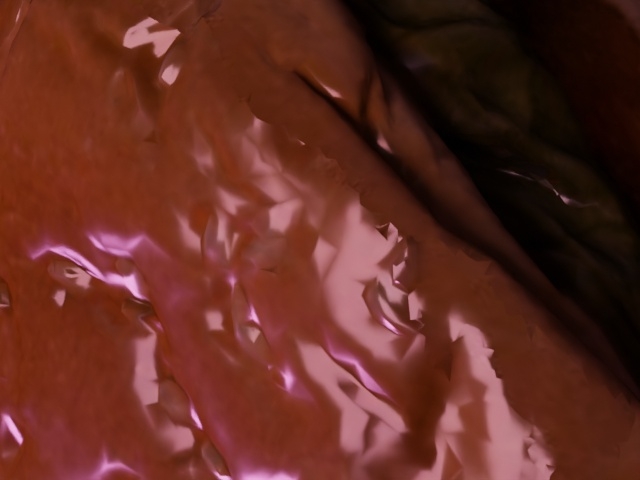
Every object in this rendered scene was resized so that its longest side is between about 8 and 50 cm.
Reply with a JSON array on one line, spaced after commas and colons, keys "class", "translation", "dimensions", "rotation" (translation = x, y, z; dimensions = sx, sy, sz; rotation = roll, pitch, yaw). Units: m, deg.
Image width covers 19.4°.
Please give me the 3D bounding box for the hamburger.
[{"class": "hamburger", "translation": [0.002, -0.003, 0.479], "dimensions": [0.330, 0.162, 0.209], "rotation": [28, 121, 35]}]
